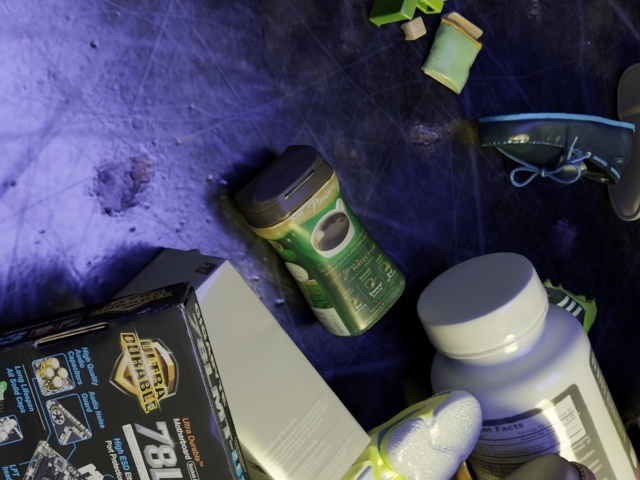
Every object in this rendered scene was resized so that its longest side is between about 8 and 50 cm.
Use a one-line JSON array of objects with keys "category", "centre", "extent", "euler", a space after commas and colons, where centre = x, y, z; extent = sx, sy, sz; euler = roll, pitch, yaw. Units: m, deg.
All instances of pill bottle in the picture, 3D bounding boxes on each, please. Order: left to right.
[{"category": "pill bottle", "centre": [0.228, 0.179, 0.939], "extent": [0.176, 0.176, 0.318], "euler": [-38, 113, -26]}]

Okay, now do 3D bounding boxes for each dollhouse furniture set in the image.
[{"category": "dollhouse furniture set", "centre": [0.129, -0.224, 0.915], "extent": [0.152, 0.059, 0.076], "euler": [25, 80, -32]}]

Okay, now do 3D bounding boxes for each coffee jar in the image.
[{"category": "coffee jar", "centre": [0.000, 0.000, 0.833], "extent": [0.096, 0.079, 0.184], "euler": [-44, 116, -21]}]

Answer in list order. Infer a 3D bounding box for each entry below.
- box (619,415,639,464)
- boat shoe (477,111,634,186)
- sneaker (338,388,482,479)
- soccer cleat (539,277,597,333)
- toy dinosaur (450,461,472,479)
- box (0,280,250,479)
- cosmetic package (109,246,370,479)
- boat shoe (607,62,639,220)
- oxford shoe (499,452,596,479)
[{"category": "box", "centre": [0.325, 0.416, 1.082], "extent": [0.322, 0.079, 0.257], "euler": [-39, 111, -25]}, {"category": "boat shoe", "centre": [0.292, -0.104, 1.005], "extent": [0.258, 0.109, 0.089], "euler": [1, 96, -31]}, {"category": "sneaker", "centre": [0.041, 0.212, 0.839], "extent": [0.240, 0.126, 0.091], "euler": [-33, 118, -19]}, {"category": "soccer cleat", "centre": [0.274, 0.086, 1.034], "extent": [0.179, 0.060, 0.072], "euler": [19, 84, -36]}, {"category": "toy dinosaur", "centre": [0.160, 0.288, 0.936], "extent": [0.064, 0.112, 0.211], "euler": [-27, 99, -43]}, {"category": "box", "centre": [-0.200, 0.208, 0.641], "extent": [0.294, 0.073, 0.295], "euler": [-15, 103, -1]}, {"category": "cosmetic package", "centre": [-0.076, 0.124, 0.765], "extent": [0.107, 0.127, 0.238], "euler": [-49, 115, -20]}, {"category": "boat shoe", "centre": [0.426, -0.125, 1.110], "extent": [0.065, 0.075, 0.206], "euler": [8, 84, -31]}, {"category": "oxford shoe", "centre": [0.086, 0.324, 0.816], "extent": [0.397, 0.140, 0.146], "euler": [-41, 95, 1]}]
